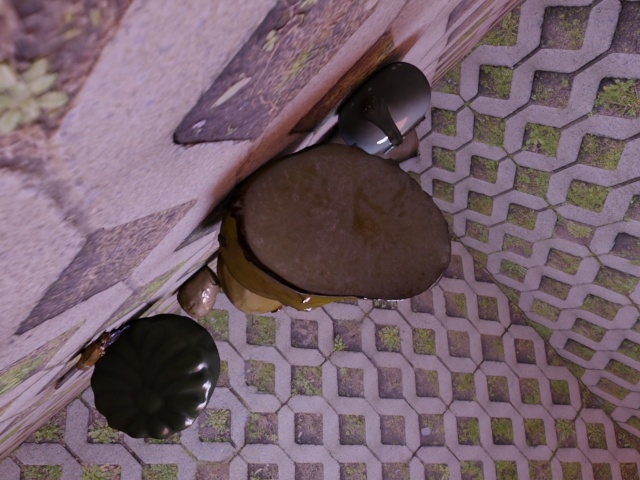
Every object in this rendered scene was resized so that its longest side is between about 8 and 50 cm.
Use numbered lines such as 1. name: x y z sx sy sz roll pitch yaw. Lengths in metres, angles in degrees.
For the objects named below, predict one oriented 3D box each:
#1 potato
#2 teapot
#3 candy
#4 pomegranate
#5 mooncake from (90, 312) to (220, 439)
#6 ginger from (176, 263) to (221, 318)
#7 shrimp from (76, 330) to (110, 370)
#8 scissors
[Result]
1. potato: 0.000 0.000 0.841 0.397 0.290 0.296 0 163 -15
2. teapot: 0.129 -0.247 0.831 0.193 0.129 0.294 -39 -177 23
3. candy: 0.108 -0.214 1.076 0.295 0.185 0.295 -27 179 -1
4. pomegranate: -0.202 0.106 1.510 0.332 0.332 0.332 -41 -177 3
5. mooncake: -0.485 0.400 1.270 0.356 0.356 0.194 -41 178 0
6. ginger: -0.442 0.200 1.555 0.267 0.138 0.152 -45 -174 36
7. shrimp: -0.521 0.252 1.009 0.162 0.045 0.095 -42 -177 29
8. scissors: -0.629 0.320 1.152 0.300 0.022 0.109 -39 180 15
